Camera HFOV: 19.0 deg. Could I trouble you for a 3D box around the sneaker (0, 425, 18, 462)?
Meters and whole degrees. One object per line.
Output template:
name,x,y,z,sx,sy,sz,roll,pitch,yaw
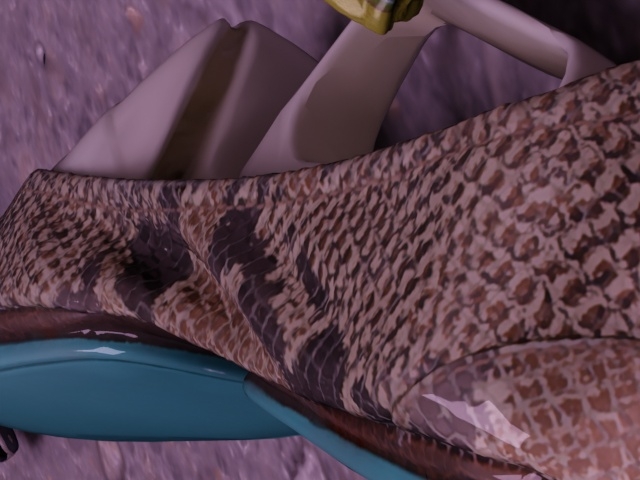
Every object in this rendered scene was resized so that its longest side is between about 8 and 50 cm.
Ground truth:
sneaker,-0.267,0.074,1.331,0.226,0.086,0.163,93,160,-58

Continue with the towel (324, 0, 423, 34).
towel,0.010,-0.169,0.503,0.102,0.021,0.237,31,135,14

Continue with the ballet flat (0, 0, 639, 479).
ballet flat,0.000,0.000,0.673,0.483,0.164,0.182,0,75,60
